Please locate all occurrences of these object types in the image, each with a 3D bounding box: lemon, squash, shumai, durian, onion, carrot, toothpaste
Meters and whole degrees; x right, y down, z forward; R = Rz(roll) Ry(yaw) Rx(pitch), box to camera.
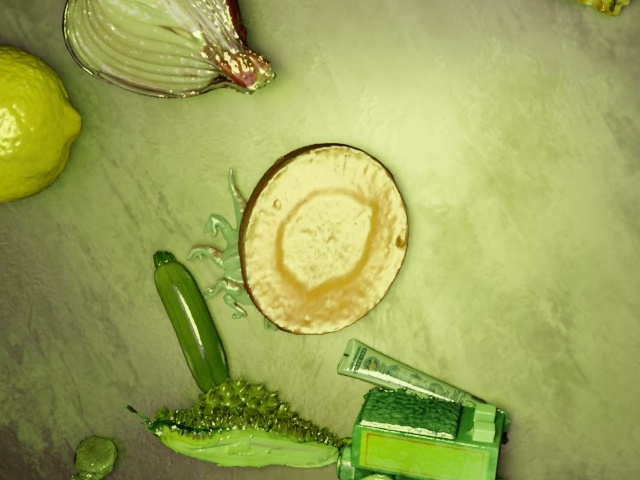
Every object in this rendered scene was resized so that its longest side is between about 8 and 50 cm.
[{"bbox_3d":[-0.523,-0.179,1.697,0.311,0.253,0.253,1,93,9],"label":"lemon"},{"bbox_3d":[-0.206,0.133,1.764,0.069,0.069,0.258,-23,91,9],"label":"squash"},{"bbox_3d":[-0.368,0.375,1.810,0.083,0.082,0.080,23,135,34],"label":"shumai"},{"bbox_3d":[-0.130,0.292,1.731,0.375,0.106,0.132,11,119,-16],"label":"durian"},{"bbox_3d":[-0.217,-0.334,1.698,0.349,0.159,0.267,36,109,-2],"label":"onion"},{"bbox_3d":[0.000,0.000,1.695,0.258,0.100,0.307,20,90,1],"label":"carrot"},{"bbox_3d":[0.144,0.226,1.735,0.239,0.039,0.062,22,80,7],"label":"toothpaste"}]

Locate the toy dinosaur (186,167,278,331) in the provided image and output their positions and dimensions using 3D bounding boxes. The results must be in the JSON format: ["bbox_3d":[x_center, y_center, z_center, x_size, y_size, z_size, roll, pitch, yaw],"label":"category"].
[{"bbox_3d":[-0.124,0.012,1.754,0.167,0.053,0.242,12,94,6],"label":"toy dinosaur"}]

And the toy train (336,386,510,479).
[{"bbox_3d":[0.159,0.338,1.670,0.272,0.159,0.188,9,108,12],"label":"toy train"}]

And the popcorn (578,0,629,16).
[{"bbox_3d":[0.413,-0.423,1.614,0.180,0.180,0.170,11,67,7],"label":"popcorn"}]
